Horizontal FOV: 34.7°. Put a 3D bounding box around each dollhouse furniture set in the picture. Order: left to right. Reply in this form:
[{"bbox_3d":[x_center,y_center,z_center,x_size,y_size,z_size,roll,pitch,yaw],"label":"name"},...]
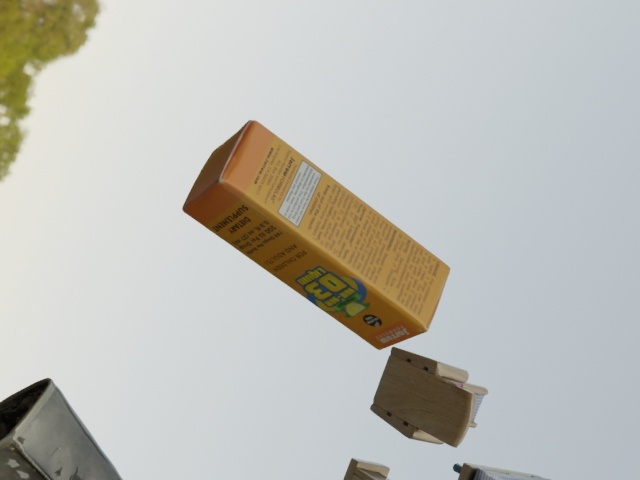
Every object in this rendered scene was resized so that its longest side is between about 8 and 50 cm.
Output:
[{"bbox_3d":[0.190,0.296,1.029,0.198,0.303,0.286,20,-90,53],"label":"dollhouse furniture set"}]

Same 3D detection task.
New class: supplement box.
[{"bbox_3d":[0.000,0.000,0.900,0.078,0.233,0.080,-32,-150,51],"label":"supplement box"}]

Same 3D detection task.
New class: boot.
[{"bbox_3d":[-0.132,0.176,0.687,0.190,0.208,0.076,-38,-165,-26],"label":"boot"}]
